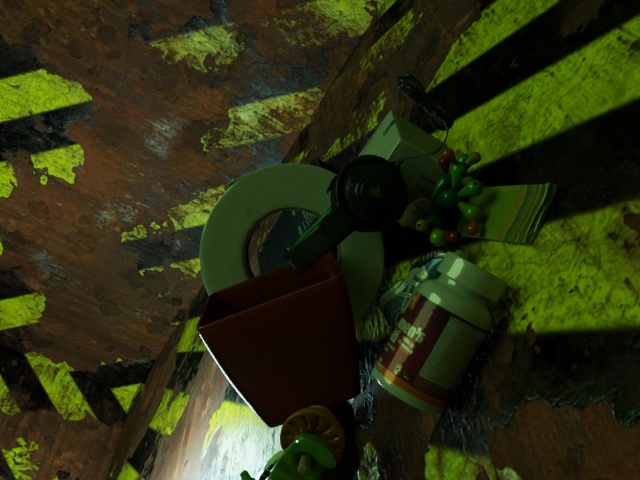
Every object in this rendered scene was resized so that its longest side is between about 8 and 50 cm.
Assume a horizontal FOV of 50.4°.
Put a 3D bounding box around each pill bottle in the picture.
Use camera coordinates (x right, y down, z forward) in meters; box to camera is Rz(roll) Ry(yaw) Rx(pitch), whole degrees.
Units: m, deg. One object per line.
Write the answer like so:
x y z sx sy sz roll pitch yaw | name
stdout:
0.180 0.135 1.016 0.221 0.121 0.121 -62 16 3 | pill bottle

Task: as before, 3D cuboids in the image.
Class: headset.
0.070 -0.108 1.232 0.394 0.185 0.243 -41 4 9 | headset

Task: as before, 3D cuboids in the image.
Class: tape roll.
-0.060 0.029 1.436 0.392 0.392 0.072 -61 2 4 | tape roll

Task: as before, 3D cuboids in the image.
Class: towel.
0.297 -0.048 1.128 0.102 0.021 0.237 -63 16 -4 | towel

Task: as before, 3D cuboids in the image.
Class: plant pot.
-0.053 0.189 1.286 0.267 0.235 0.267 -21 10 0 | plant pot

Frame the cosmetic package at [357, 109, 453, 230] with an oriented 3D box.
0.175 -0.150 1.429 0.151 0.151 0.183 -54 18 23 | cosmetic package

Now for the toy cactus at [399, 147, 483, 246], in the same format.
0.204 -0.067 1.201 0.180 0.112 0.218 -25 42 47 | toy cactus

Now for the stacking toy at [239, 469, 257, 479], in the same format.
-0.113 0.506 1.099 0.052 0.221 0.167 -27 -4 14 | stacking toy

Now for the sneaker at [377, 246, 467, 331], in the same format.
0.186 0.088 1.188 0.211 0.080 0.081 -50 42 39 | sneaker

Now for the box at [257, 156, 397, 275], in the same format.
0.000 0.000 1.679 0.312 0.179 0.343 -58 17 13 | box

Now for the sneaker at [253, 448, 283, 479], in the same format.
-0.099 0.482 1.388 0.208 0.082 0.094 -56 15 22 | sneaker

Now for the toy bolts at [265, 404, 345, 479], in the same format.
-0.012 0.392 1.065 0.228 0.218 0.158 -47 2 16 | toy bolts

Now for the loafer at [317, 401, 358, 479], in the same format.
0.019 0.376 1.220 0.078 0.080 0.220 -59 7 27 | loafer
